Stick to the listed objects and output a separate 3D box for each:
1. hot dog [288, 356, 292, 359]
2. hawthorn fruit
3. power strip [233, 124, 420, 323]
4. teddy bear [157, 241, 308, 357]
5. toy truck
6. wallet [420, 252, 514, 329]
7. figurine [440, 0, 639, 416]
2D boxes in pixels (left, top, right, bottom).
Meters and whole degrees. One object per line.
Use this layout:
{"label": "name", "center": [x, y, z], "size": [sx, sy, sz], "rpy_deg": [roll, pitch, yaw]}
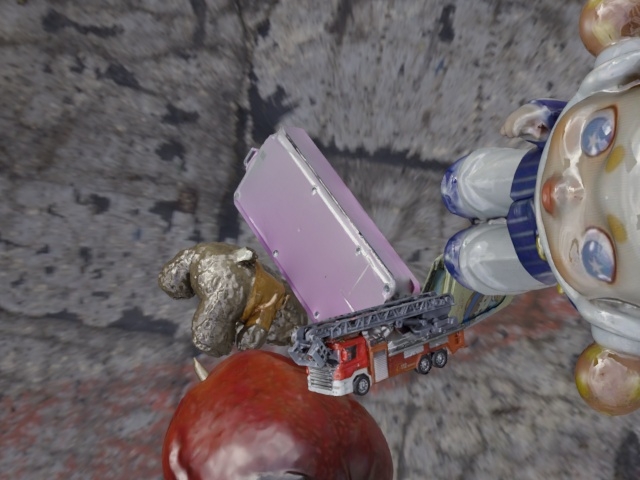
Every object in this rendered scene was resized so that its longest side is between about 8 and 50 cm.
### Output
{"label": "hot dog", "center": [-0.083, 0.205, 1.876], "size": [0.144, 0.038, 0.062], "rpy_deg": [-23, 81, -4]}
{"label": "hawthorn fruit", "center": [-0.051, 0.185, 1.151], "size": [0.189, 0.189, 0.251], "rpy_deg": [-49, 44, 1]}
{"label": "power strip", "center": [0.000, 0.000, 1.381], "size": [0.109, 0.038, 0.279], "rpy_deg": [-57, 47, 26]}
{"label": "teddy bear", "center": [-0.098, 0.080, 1.831], "size": [0.140, 0.190, 0.177], "rpy_deg": [-49, 44, 13]}
{"label": "toy truck", "center": [0.022, 0.040, 0.529], "size": [0.083, 0.024, 0.032], "rpy_deg": [-14, 105, -41]}
{"label": "wallet", "center": [0.147, 0.044, 1.321], "size": [0.039, 0.155, 0.110], "rpy_deg": [34, 123, 24]}
{"label": "figurine", "center": [0.152, -0.006, 0.688], "size": [0.133, 0.274, 0.193], "rpy_deg": [3, 65, -20]}
